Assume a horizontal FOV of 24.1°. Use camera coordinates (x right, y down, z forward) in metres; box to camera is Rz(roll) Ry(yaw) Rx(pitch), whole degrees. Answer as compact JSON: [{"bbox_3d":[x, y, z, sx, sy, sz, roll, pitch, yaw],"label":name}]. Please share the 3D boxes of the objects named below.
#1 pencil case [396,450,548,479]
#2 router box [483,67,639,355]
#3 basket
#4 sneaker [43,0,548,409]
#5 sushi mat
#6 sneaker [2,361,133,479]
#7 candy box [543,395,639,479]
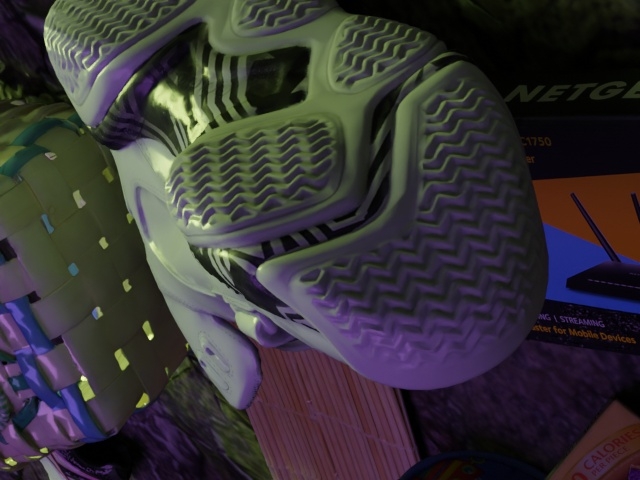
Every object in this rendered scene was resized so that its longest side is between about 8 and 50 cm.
[{"bbox_3d":[0.106,0.267,0.937,0.133,0.119,0.306,9,135,17],"label":"pencil case"},{"bbox_3d":[0.149,-0.010,0.661,0.179,0.046,0.133,4,128,46],"label":"router box"},{"bbox_3d":[-0.241,0.027,0.991,0.289,0.201,0.254,-7,117,41],"label":"basket"},{"bbox_3d":[0.000,0.000,0.706,0.366,0.137,0.210,43,161,50],"label":"sneaker"},{"bbox_3d":[0.020,0.168,1.019,0.151,0.019,0.316,16,136,40],"label":"sushi mat"},{"bbox_3d":[-0.220,0.142,1.232,0.178,0.072,0.077,39,135,-3],"label":"sneaker"},{"bbox_3d":[0.135,0.185,0.767,0.109,0.186,0.053,39,-178,11],"label":"candy box"}]
